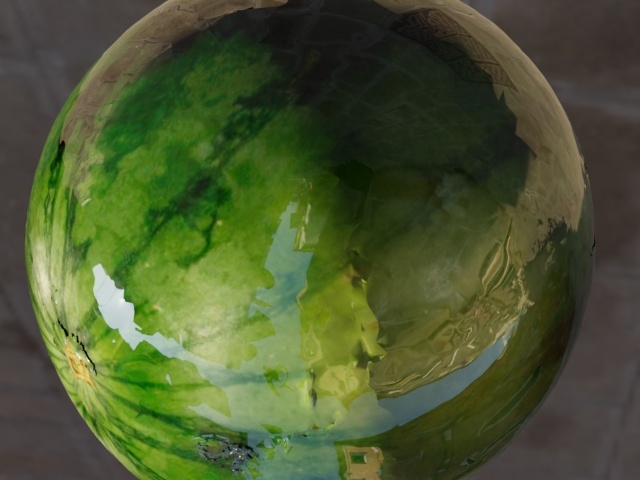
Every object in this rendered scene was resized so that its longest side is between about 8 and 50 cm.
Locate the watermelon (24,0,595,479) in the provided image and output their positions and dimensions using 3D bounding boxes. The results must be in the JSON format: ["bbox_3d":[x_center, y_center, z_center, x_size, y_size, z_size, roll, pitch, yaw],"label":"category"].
[{"bbox_3d":[-0.003,0.002,0.767,0.242,0.242,0.242,8,157,3],"label":"watermelon"}]
